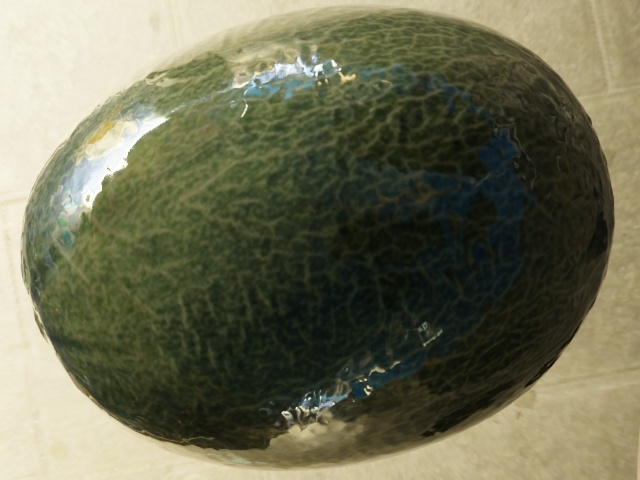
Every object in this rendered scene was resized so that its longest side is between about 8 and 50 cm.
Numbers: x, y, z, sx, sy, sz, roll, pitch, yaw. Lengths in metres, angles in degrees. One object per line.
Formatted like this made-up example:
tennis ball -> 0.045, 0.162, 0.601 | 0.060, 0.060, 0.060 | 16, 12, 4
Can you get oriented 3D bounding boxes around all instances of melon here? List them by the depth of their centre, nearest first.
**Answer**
melon -> 0.000, 0.000, 0.523 | 0.302, 0.237, 0.237 | -13, 84, -14

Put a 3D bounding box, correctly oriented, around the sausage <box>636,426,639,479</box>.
sausage -> 0.475, 0.284, 1.292 | 0.121, 0.304, 0.121 | 5, 107, 17
